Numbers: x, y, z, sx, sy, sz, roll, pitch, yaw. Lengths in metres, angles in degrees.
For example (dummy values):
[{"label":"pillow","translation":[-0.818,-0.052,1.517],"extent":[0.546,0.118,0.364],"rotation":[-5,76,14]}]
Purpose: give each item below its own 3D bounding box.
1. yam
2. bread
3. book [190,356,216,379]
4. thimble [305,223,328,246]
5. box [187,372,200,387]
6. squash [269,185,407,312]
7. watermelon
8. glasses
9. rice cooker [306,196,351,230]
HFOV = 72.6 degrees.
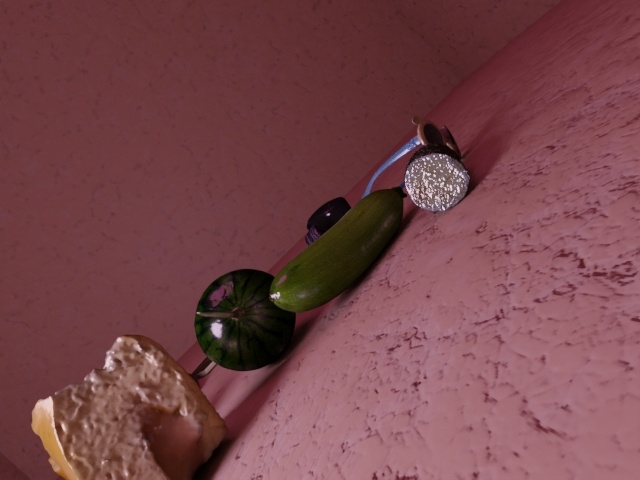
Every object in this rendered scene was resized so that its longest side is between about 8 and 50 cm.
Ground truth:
[{"label":"yam","translation":[0.203,-0.120,0.774],"extent":[0.107,0.107,0.183],"rotation":[-42,4,24]},{"label":"bread","translation":[-0.261,0.280,0.618],"extent":[0.183,0.224,0.211],"rotation":[-41,-6,-35]},{"label":"book","translation":[-0.316,0.347,1.492],"extent":[0.310,0.021,0.217],"rotation":[-48,7,-37]},{"label":"thimble","translation":[0.001,0.002,1.420],"extent":[0.066,0.095,0.104],"rotation":[-52,38,18]},{"label":"box","translation":[-0.393,0.433,1.289],"extent":[0.055,0.039,0.218],"rotation":[-47,6,-20]},{"label":"squash","translation":[0.056,0.009,0.814],"extent":[0.395,0.107,0.107],"rotation":[-42,3,-37]},{"label":"watermelon","translation":[-0.136,0.141,0.798],"extent":[0.188,0.188,0.215],"rotation":[-46,-10,-17]},{"label":"glasses","translation":[0.208,-0.148,0.948],"extent":[0.189,0.088,0.221],"rotation":[-8,-40,-52]},{"label":"rice cooker","translation":[0.034,-0.073,1.576],"extent":[0.142,0.118,0.203],"rotation":[-49,8,-38]}]
